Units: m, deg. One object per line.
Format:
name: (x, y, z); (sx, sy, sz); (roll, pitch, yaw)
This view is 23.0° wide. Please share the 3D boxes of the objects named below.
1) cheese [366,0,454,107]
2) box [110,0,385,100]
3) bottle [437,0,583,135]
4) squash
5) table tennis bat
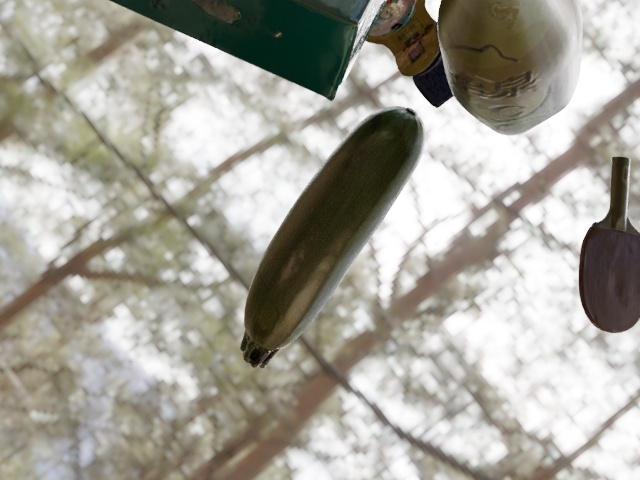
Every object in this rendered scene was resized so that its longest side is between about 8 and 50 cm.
cheese: (0.079, -0.264, 1.776); (0.250, 0.064, 0.156); (52, -43, 2)
box: (-0.065, -0.228, 1.186); (0.245, 0.153, 0.092); (24, -36, 1)
bottle: (0.104, -0.125, 0.863); (0.083, 0.083, 0.269); (52, -1, 13)
squash: (0.000, 0.000, 1.227); (0.066, 0.252, 0.066); (30, 17, -10)
table tennis bat: (0.259, 0.004, 1.382); (0.013, 0.087, 0.156); (-3, -99, 54)
